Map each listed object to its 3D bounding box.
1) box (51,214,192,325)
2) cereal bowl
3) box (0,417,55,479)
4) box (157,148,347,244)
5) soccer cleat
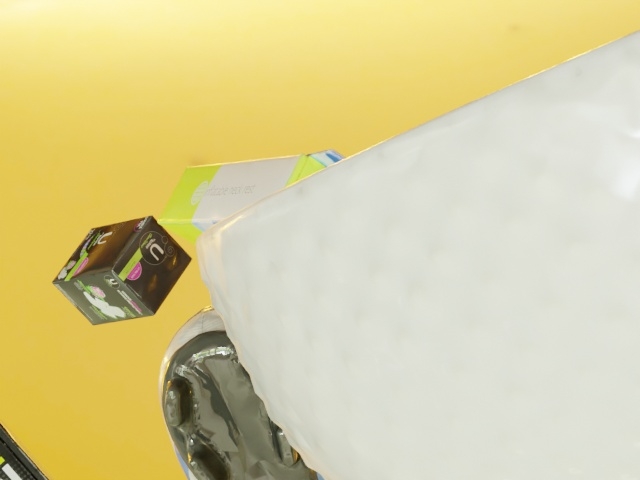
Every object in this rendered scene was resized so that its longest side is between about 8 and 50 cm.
[{"bbox_3d":[-0.152,0.023,1.527,0.083,0.052,0.062,-10,-141,48],"label":"box"},{"bbox_3d":[0.147,0.000,0.522,0.339,0.141,0.339,-22,179,-1],"label":"cereal bowl"},{"bbox_3d":[-0.238,0.200,1.198,0.191,0.045,0.184,-43,-118,-5],"label":"box"},{"bbox_3d":[0.000,0.000,1.000,0.109,0.042,0.178,32,167,-21],"label":"box"},{"bbox_3d":[-0.012,0.191,1.274,0.116,0.331,0.143,-14,-168,9],"label":"soccer cleat"}]
